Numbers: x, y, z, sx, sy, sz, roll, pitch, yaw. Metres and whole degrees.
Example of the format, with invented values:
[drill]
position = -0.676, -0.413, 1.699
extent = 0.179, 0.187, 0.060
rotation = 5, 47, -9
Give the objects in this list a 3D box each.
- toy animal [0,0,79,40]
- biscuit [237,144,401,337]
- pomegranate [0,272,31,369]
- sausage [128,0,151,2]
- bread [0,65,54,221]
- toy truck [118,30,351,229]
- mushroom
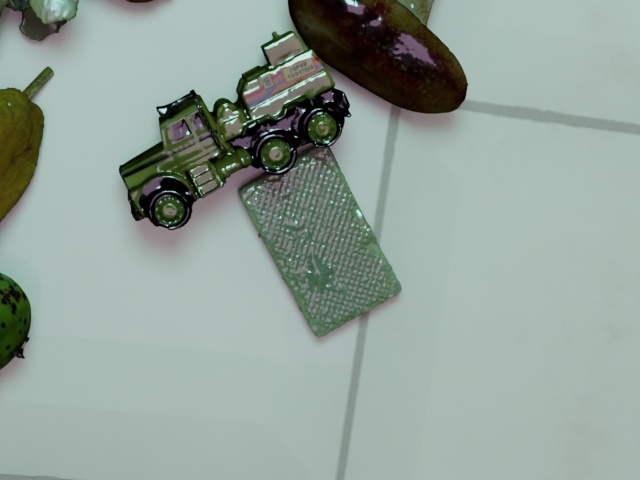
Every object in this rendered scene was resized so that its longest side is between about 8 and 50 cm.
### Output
[toy animal]
position = -0.362, -0.232, 1.138
extent = 0.186, 0.094, 0.214
rotation = 29, 122, -29
[biscuit]
position = 0.000, 0.000, 1.269
extent = 0.121, 0.040, 0.199
rotation = -29, 103, -1
[pomegranate]
position = -0.382, 0.076, 1.190
extent = 0.122, 0.122, 0.161
rotation = -43, 79, 0
[sausage]
position = -0.306, -0.345, 1.136
extent = 0.348, 0.094, 0.097
rotation = 21, 93, -11
[bread]
position = -0.385, -0.054, 1.144
extent = 0.084, 0.124, 0.344
rotation = 19, 62, 27
[toy truck]
position = -0.101, -0.114, 1.188
extent = 0.257, 0.127, 0.127
rotation = -32, 107, -1
[mushroom]
position = 0.090, -0.272, 1.208
extent = 0.227, 0.148, 0.218
rotation = 34, 75, -22
